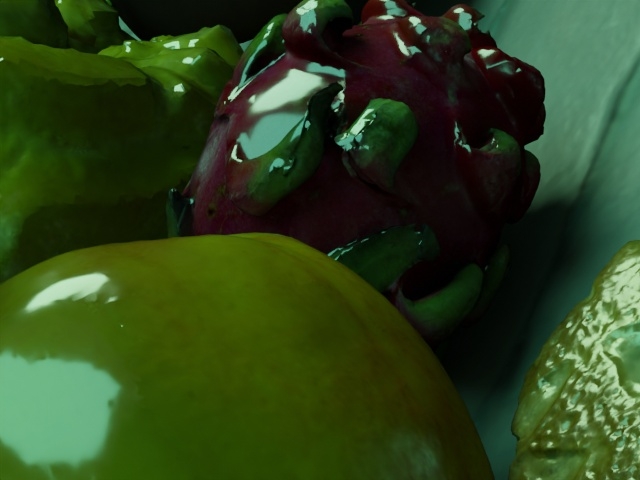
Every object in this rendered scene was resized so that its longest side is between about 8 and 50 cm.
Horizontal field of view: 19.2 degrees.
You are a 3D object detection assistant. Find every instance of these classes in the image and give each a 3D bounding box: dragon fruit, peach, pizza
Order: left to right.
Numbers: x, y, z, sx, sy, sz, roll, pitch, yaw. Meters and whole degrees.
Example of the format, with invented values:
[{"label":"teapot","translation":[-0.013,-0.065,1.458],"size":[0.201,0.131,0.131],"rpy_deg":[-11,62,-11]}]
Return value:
[{"label":"peach","translation":[-0.055,0.159,0.820],"size":[0.289,0.307,0.289],"rpy_deg":[-23,-11,-5]},{"label":"dragon fruit","translation":[0.008,-0.003,1.030],"size":[0.218,0.198,0.272],"rpy_deg":[49,124,35]},{"label":"pizza","translation":[0.142,0.092,0.829],"size":[0.161,0.062,0.182],"rpy_deg":[-40,32,5]}]

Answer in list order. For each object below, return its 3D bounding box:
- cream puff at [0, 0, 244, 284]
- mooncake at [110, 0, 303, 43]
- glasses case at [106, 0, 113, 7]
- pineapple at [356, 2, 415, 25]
[{"label":"cream puff","translation":[-0.172,-0.050,1.210],"size":[0.275,0.378,0.378],"rpy_deg":[-42,28,20]},{"label":"mooncake","translation":[-0.028,-0.273,1.346],"size":[0.326,0.174,0.334],"rpy_deg":[-36,20,-22]},{"label":"glasses case","translation":[-0.242,-0.304,1.919],"size":[0.095,0.062,0.272],"rpy_deg":[-50,26,0]},{"label":"pineapple","translation":[0.024,-0.095,1.251],"size":[0.116,0.069,0.137],"rpy_deg":[-24,27,51]}]
